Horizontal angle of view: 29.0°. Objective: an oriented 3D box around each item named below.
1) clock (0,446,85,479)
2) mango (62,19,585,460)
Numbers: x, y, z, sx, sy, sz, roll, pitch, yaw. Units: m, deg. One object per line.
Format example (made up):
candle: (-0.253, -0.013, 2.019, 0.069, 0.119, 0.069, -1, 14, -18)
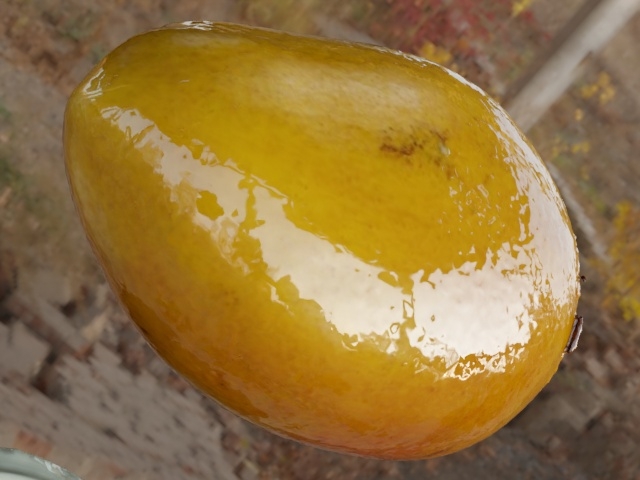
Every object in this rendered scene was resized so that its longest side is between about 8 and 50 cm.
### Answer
clock: (-0.165, 0.214, 0.621, 0.237, 0.053, 0.236, 16, 61, -32)
mango: (0.000, 0.000, 0.541, 0.257, 0.187, 0.138, 11, 0, -42)
